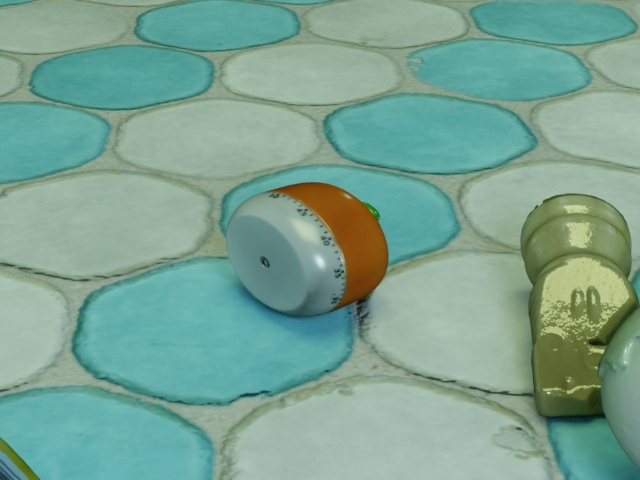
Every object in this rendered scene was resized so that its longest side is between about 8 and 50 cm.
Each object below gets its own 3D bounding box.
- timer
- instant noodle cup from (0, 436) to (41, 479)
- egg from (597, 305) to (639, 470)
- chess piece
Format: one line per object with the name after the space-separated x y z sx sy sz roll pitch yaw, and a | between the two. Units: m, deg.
0.000 0.000 1.084 0.136 0.099 0.136 3 38 -3 | timer
-0.220 0.181 0.522 0.264 0.264 0.200 1 28 2 | instant noodle cup
0.276 0.090 0.808 0.217 0.183 0.183 8 27 14 | egg
0.195 0.057 1.011 0.090 0.090 0.200 3 37 5 | chess piece
